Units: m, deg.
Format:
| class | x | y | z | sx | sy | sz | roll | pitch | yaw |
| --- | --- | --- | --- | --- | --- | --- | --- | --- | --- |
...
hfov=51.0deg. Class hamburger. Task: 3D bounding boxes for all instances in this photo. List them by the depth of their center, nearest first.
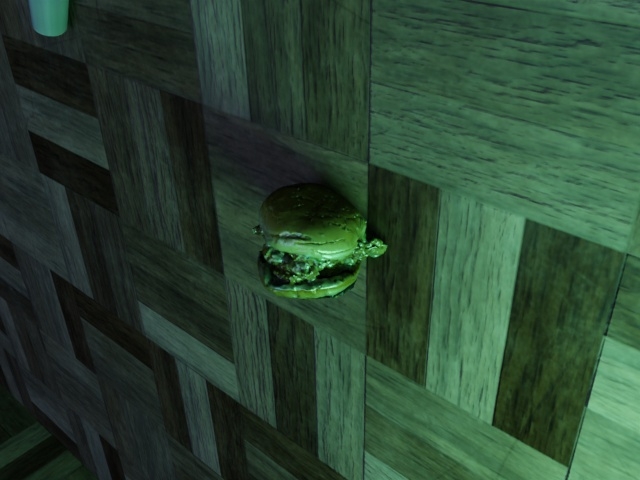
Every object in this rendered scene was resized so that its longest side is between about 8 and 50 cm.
| class | x | y | z | sx | sy | sz | roll | pitch | yaw |
| --- | --- | --- | --- | --- | --- | --- | --- | --- | --- |
| hamburger | 0.000 | 0.000 | 0.896 | 0.184 | 0.159 | 0.131 | 6 | 118 | -7 |

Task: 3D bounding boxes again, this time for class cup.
| class | x | y | z | sx | sy | sz | roll | pitch | yaw |
| --- | --- | --- | --- | --- | --- | --- | --- | --- | --- |
| cup | -0.481 | -0.436 | 1.181 | 0.116 | 0.074 | 0.104 | 116 | 138 | -52 |
